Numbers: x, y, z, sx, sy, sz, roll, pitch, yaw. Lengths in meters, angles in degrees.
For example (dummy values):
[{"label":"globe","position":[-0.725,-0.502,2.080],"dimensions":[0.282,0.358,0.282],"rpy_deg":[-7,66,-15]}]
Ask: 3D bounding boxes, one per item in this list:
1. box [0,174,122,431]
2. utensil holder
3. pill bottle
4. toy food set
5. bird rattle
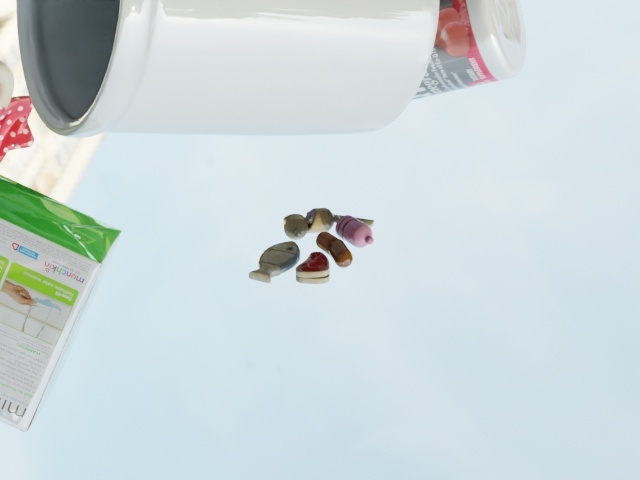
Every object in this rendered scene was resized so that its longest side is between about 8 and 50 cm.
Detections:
[{"label":"box","position":[-0.393,0.051,1.524],"dimensions":[0.262,0.231,0.127],"rpy_deg":[24,-161,-4]},{"label":"utensil holder","position":[-0.106,-0.277,1.528],"dimensions":[0.385,0.328,0.327],"rpy_deg":[-2,-162,-31]},{"label":"pill bottle","position":[0.098,-0.271,1.806],"dimensions":[0.318,0.176,0.176],"rpy_deg":[-10,-149,25]},{"label":"toy food set","position":[0.000,0.000,1.030],"dimensions":[0.077,0.019,0.122],"rpy_deg":[8,-152,14]},{"label":"bird rattle","position":[-0.496,-0.172,1.930],"dimensions":[0.143,0.207,0.253],"rpy_deg":[47,-136,16]}]
